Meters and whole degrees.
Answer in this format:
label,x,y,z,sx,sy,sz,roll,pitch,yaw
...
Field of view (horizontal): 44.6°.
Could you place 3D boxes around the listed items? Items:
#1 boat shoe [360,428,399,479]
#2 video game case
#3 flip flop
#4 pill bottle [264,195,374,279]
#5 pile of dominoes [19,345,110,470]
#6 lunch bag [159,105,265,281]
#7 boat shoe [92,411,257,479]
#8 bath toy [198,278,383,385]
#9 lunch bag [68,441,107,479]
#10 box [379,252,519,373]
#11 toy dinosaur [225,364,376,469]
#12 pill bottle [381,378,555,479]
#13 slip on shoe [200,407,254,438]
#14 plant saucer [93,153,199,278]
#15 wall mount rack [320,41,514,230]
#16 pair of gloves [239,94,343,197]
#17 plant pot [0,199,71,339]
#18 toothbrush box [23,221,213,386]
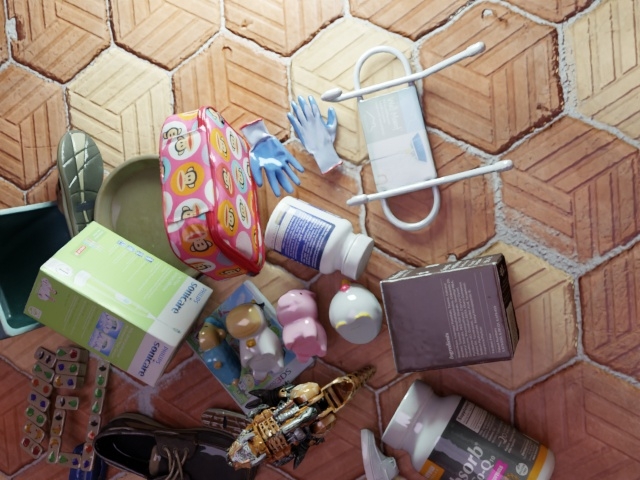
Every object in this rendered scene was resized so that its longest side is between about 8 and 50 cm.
label,x,y,z,sx,sy,sz,roll,pitch,yaw
boat shoe,0.120,0.447,1.500,0.063,0.066,0.184,-14,88,4
video game case,-0.144,0.220,1.582,0.193,0.023,0.212,-44,81,16
flip flop,-0.511,-0.091,1.639,0.080,0.112,0.277,0,100,32
pill bottle,0.000,0.000,1.472,0.186,0.112,0.112,24,101,15
pile of dominoes,-0.561,0.355,1.679,0.195,0.040,0.251,3,78,18
lunch bag,-0.190,-0.075,1.451,0.120,0.258,0.293,-14,67,15
boat shoe,-0.306,0.450,1.596,0.355,0.130,0.133,6,97,17
bath toy,-0.054,0.155,1.484,0.348,0.129,0.151,-18,130,12
lunch bag,-0.496,0.484,1.693,0.065,0.067,0.099,11,97,16
box,0.233,0.126,1.379,0.203,0.168,0.167,-10,92,18
toy dinosaur,-0.030,0.330,1.438,0.321,0.218,0.165,-5,73,-22
pill bottle,0.260,0.375,1.396,0.278,0.162,0.162,29,102,13
slip on shoe,-0.177,0.374,1.596,0.135,0.041,0.052,10,97,16
plant saucer,-0.334,-0.039,1.604,0.277,0.041,0.278,2,98,14
wall mount rack,0.173,-0.196,1.392,0.304,0.130,0.350,-13,91,18
pair of gloves,-0.049,-0.182,1.484,0.198,0.023,0.159,-27,94,-6
plant pot,-0.658,0.088,1.627,0.252,0.247,0.248,-23,87,33
toothbrush box,-0.382,0.117,1.506,0.283,0.206,0.122,29,120,-2
